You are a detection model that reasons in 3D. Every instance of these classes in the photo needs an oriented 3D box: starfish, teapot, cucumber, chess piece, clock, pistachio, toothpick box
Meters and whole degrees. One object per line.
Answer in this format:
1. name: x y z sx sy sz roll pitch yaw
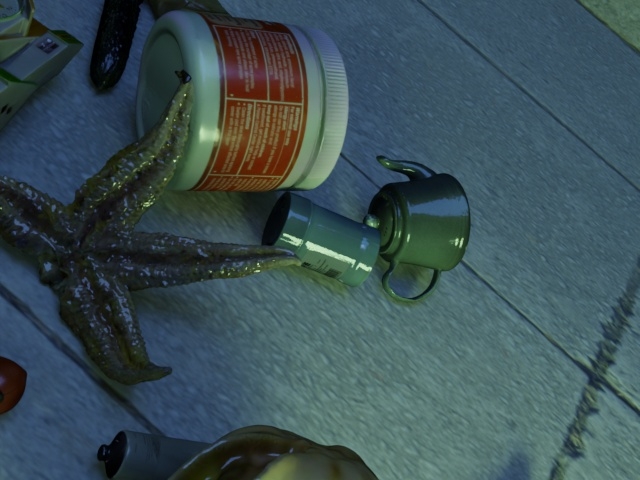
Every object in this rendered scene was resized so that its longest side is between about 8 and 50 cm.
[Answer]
1. starfish: -0.260 -0.007 1.047 0.384 0.132 0.398 -32 76 -9
2. teapot: 0.138 -0.020 1.389 0.149 0.162 0.239 0 83 -25
3. cucumber: -0.328 -0.332 1.387 0.067 0.067 0.245 18 44 -21
4. chess piece: -0.196 -0.354 1.477 0.137 0.137 0.300 3 40 -33
5. clock: -0.480 -0.272 1.151 0.235 0.166 0.309 34 40 -5
6. pistachio: -0.070 0.315 0.882 0.321 0.229 0.237 -27 114 -40
7. toothpick box: 0.000 0.000 1.297 0.153 0.101 0.101 23 44 -19

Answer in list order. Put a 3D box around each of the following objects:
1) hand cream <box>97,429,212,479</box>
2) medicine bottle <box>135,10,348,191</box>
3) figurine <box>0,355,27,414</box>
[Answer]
1. hand cream: -0.166 0.260 0.989 0.186 0.054 0.087 22 52 -29
2. medicine bottle: -0.122 -0.196 1.259 0.241 0.252 0.252 0 54 -30
3. figurine: -0.383 0.150 0.923 0.140 0.068 0.075 12 44 -35
